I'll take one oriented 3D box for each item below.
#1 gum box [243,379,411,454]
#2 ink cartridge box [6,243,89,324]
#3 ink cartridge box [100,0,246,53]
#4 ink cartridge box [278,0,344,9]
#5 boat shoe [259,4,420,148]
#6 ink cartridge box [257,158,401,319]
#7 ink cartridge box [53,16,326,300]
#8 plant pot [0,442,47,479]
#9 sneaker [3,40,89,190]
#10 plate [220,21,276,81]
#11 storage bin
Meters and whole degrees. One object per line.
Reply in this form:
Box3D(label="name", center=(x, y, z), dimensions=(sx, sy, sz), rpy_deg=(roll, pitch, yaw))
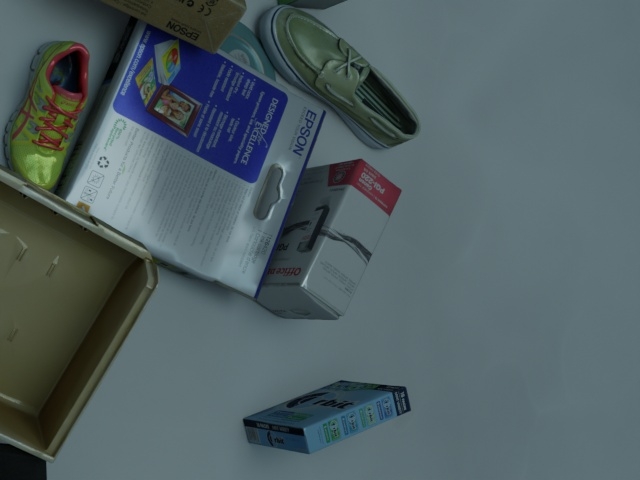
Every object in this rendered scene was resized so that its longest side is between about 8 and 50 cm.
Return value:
Box3D(label="gum box", center=(0.009, 0.250, 1.542), dimensions=(0.184, 0.157, 0.041), rpy_deg=(-17, 97, -35))
Box3D(label="ink cartridge box", center=(-0.330, 0.039, 1.362), dimensions=(0.092, 0.090, 0.143), rpy_deg=(-49, 114, -27))
Box3D(label="ink cartridge box", center=(-0.227, -0.368, 1.409), dimensions=(0.235, 0.088, 0.193), rpy_deg=(22, 31, -31))
Box3D(label="ink cartridge box", center=(0.001, -0.464, 1.594), dimensions=(0.093, 0.154, 0.212), rpy_deg=(-4, 90, -33))
Box3D(label="boat shoe", center=(0.038, -0.254, 1.639), dimensions=(0.302, 0.094, 0.109), rpy_deg=(38, 65, -27))
Box3D(label="ink cartridge box", center=(0.000, 0.000, 1.554), dimensions=(0.092, 0.159, 0.217), rpy_deg=(36, 67, -29))
Box3D(label="ink cartridge box", center=(-0.175, -0.111, 1.481), dimensions=(0.307, 0.072, 0.303), rpy_deg=(28, 75, -30))
Box3D(label="plant pot", center=(-0.418, 0.310, 1.237), dimensions=(0.167, 0.188, 0.187), rpy_deg=(1, 85, -47))
Box3D(label="sneaker", center=(-0.341, -0.162, 1.369), dimensions=(0.081, 0.094, 0.208), rpy_deg=(14, 80, -35))
Box3D(label="plate", center=(-0.139, -0.236, 1.558), dimensions=(0.188, 0.024, 0.188), rpy_deg=(3, 85, -34))
Box3D(label="storage bin", center=(-0.360, 0.069, 1.228), dimensions=(0.262, 0.123, 0.260), rpy_deg=(31, 91, -23))
